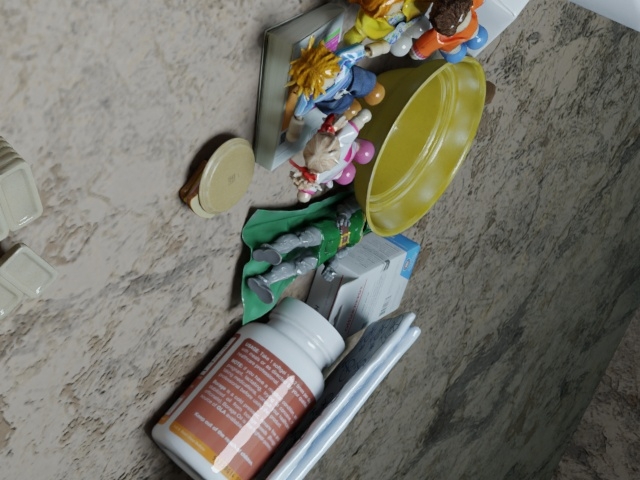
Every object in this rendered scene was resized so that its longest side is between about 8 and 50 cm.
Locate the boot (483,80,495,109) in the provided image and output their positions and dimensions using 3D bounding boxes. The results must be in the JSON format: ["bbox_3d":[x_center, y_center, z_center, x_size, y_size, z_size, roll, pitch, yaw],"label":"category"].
[{"bbox_3d":[0.177,-0.149,1.393,0.118,0.042,0.087,-34,152,-39],"label":"boot"}]

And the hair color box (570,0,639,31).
[{"bbox_3d":[0.073,-0.293,0.651,0.113,0.374,0.185,-45,152,-25],"label":"hair color box"}]

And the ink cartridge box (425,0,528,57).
[{"bbox_3d":[0.204,-0.310,1.127,0.219,0.092,0.160,-52,-177,-11],"label":"ink cartridge box"}]

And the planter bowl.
[{"bbox_3d":[0.084,-0.119,1.194,0.217,0.090,0.217,-42,151,-30],"label":"planter bowl"}]

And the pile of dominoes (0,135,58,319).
[{"bbox_3d":[-0.309,0.023,0.745,0.251,0.040,0.196,-35,148,-25],"label":"pile of dominoes"}]

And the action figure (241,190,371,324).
[{"bbox_3d":[0.000,0.000,1.220,0.232,0.063,0.137,-29,139,-51],"label":"action figure"}]

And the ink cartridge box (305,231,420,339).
[{"bbox_3d":[0.041,0.058,1.348,0.180,0.060,0.104,-23,139,-51],"label":"ink cartridge box"}]

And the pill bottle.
[{"bbox_3d":[-0.074,0.171,1.200,0.216,0.121,0.121,-48,153,-18],"label":"pill bottle"}]

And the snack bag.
[{"bbox_3d":[-0.019,0.225,1.307,0.323,0.037,0.342,-50,180,-12],"label":"snack bag"}]

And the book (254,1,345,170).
[{"bbox_3d":[-0.019,-0.148,1.050,0.096,0.035,0.144,-38,148,-43],"label":"book"}]

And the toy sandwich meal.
[{"bbox_3d":[-0.095,-0.060,1.017,0.085,0.029,0.086,-42,146,-36],"label":"toy sandwich meal"}]

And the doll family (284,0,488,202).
[{"bbox_3d":[0.037,-0.164,1.003,0.263,0.118,0.163,-48,170,8],"label":"doll family"}]
